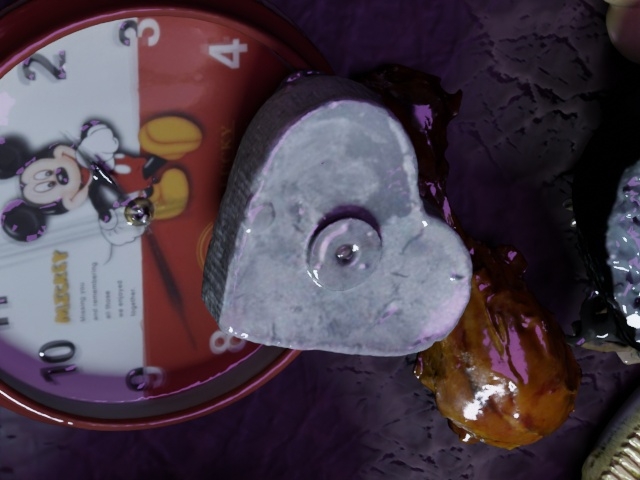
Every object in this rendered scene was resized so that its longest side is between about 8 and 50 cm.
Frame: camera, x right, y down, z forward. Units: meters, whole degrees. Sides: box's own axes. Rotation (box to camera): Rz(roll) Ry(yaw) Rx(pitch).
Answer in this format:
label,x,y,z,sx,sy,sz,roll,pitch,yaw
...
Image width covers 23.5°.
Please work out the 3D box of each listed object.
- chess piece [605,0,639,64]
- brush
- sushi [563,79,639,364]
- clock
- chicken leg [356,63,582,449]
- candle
label,x,y,z,sx,sy,sz,roll,pitch,yaw
chess piece,0.219,-0.203,1.067,0.094,0.094,0.170,-25,119,-9
brush,0.288,0.105,1.186,0.060,0.068,0.297,39,87,-1
sushi,0.278,-0.024,1.071,0.238,0.219,0.225,-9,100,11
clock,-0.120,-0.021,1.010,0.318,0.080,0.319,-8,114,-18
chicken leg,0.093,0.018,1.087,0.113,0.093,0.304,-23,106,4
candle,0.000,0.000,0.981,0.168,0.068,0.192,-33,115,-4
